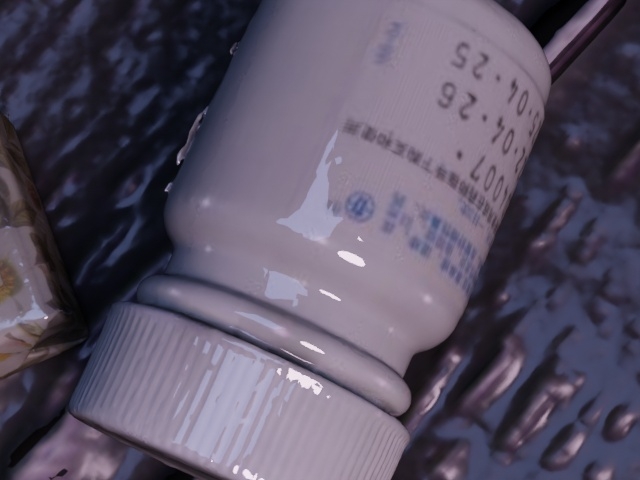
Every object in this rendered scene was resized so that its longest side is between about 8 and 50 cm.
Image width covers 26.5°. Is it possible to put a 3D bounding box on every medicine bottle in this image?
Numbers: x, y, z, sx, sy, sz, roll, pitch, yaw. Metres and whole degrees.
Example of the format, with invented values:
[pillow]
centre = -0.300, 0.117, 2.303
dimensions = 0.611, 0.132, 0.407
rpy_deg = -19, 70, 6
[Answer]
[medicine bottle]
centre = 0.000, 0.000, 0.437
dimensions = 0.105, 0.105, 0.168
rpy_deg = 21, 76, 12

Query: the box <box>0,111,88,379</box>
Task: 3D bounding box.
[box]
centre = -0.127, 0.002, 0.482
dimensions = 0.062, 0.045, 0.098
rpy_deg = -26, 73, 0
